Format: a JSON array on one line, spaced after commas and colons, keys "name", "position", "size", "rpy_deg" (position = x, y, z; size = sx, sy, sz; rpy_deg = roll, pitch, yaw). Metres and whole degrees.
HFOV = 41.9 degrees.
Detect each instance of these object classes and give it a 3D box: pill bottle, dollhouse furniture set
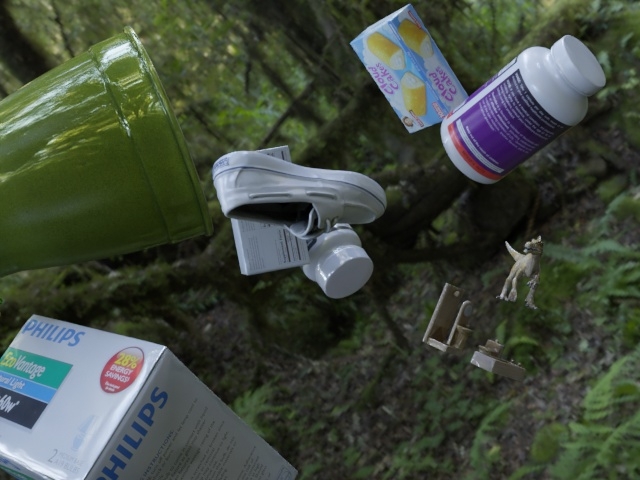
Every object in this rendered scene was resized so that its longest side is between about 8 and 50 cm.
[{"name": "pill bottle", "position": [0.412, -0.267, 1.709], "size": [0.323, 0.181, 0.182], "rpy_deg": [-38, 18, 40]}, {"name": "pill bottle", "position": [0.000, 0.000, 2.061], "size": [0.161, 0.161, 0.283], "rpy_deg": [-46, 53, 13]}, {"name": "dollhouse furniture set", "position": [0.316, 0.177, 1.618], "size": [0.151, 0.144, 0.123], "rpy_deg": [22, 90, 47]}]

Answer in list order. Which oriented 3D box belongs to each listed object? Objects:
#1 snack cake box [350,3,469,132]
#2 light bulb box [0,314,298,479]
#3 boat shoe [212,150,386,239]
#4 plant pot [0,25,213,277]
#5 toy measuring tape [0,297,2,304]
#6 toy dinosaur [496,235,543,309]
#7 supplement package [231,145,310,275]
[{"name": "snack cake box", "position": [0.208, -0.395, 1.950], "size": [0.152, 0.264, 0.089], "rpy_deg": [-16, 25, 52]}, {"name": "light bulb box", "position": [-0.296, 0.323, 1.282], "size": [0.357, 0.361, 0.225], "rpy_deg": [5, 54, 41]}, {"name": "boat shoe", "position": [-0.021, -0.042, 1.072], "size": [0.095, 0.258, 0.084], "rpy_deg": [-41, 50, 47]}, {"name": "plant pot", "position": [-0.408, -0.112, 1.356], "size": [0.352, 0.367, 0.366], "rpy_deg": [-23, 10, -12]}, {"name": "toy measuring tape", "position": [-0.816, 0.142, 1.881], "size": [0.121, 0.121, 0.330], "rpy_deg": [-53, -18, -12]}, {"name": "toy dinosaur", "position": [0.266, 0.038, 1.079], "size": [0.183, 0.053, 0.093], "rpy_deg": [44, -116, -85]}, {"name": "supplement package", "position": [-0.128, -0.062, 1.886], "size": [0.145, 0.262, 0.204], "rpy_deg": [-10, 0, -9]}]
